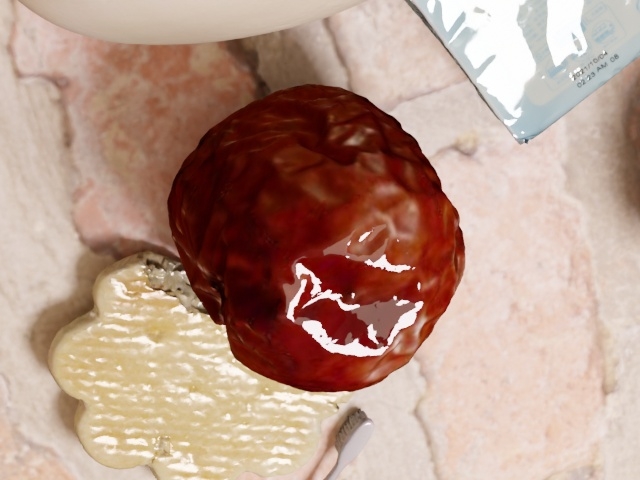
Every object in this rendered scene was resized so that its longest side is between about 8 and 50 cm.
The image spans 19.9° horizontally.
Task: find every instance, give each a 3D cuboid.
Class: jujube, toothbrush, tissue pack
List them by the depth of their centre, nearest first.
[{"bbox_3d":[0.000,0.000,1.319,0.213,0.232,0.213,-7,116,-15],"label":"jujube"},{"bbox_3d":[0.199,-0.217,1.358,0.263,0.089,0.177,-38,120,6],"label":"tissue pack"},{"bbox_3d":[-0.035,0.261,1.566,0.020,0.025,0.286,24,108,-29],"label":"toothbrush"}]

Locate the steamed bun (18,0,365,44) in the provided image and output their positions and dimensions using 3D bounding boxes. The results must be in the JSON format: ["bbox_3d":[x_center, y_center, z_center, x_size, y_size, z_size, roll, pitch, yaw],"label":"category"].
[{"bbox_3d":[-0.058,-0.229,1.129,0.324,0.324,0.206,-11,92,-13],"label":"steamed bun"}]

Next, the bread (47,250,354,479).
[{"bbox_3d":[-0.101,0.115,1.457,0.251,0.039,0.182,25,107,-27],"label":"bread"}]
